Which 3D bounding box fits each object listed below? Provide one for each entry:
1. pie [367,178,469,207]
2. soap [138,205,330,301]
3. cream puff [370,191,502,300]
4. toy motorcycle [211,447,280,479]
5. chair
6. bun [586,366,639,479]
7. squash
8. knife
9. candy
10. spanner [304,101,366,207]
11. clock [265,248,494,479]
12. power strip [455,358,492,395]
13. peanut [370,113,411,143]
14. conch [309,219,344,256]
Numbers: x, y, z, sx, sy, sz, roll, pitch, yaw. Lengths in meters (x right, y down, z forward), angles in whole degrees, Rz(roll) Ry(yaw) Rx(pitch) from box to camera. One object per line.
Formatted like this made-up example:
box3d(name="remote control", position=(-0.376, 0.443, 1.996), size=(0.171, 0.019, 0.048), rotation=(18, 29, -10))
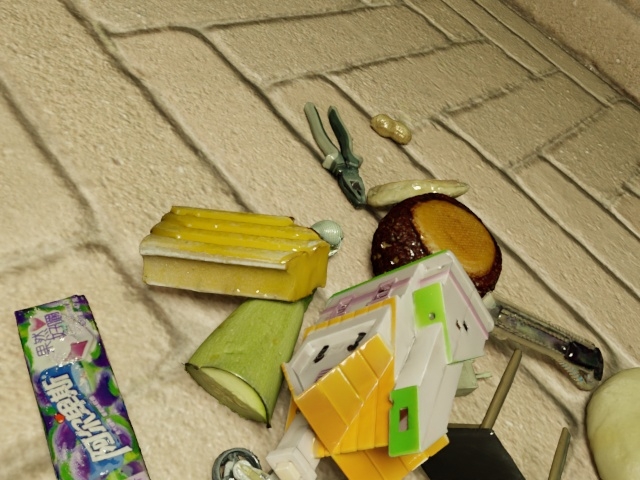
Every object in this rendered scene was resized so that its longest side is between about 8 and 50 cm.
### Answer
box3d(name="pie", position=(0.208, -0.102, 1.060), size=(0.218, 0.185, 0.052), rotation=(-7, 91, -31))
box3d(name="soap", position=(-0.115, 0.017, 0.766), size=(0.257, 0.080, 0.160), rotation=(7, 26, 2))
box3d(name="cream puff", position=(0.203, 0.033, 0.935), size=(0.239, 0.165, 0.239), rotation=(15, 47, -17))
box3d(name="toy motorcycle", position=(-0.042, 0.344, 0.598), size=(0.228, 0.074, 0.151), rotation=(34, 38, -10))
box3d(name="chair", position=(0.196, 0.300, 0.675), size=(0.188, 0.166, 0.272), rotation=(55, 49, -14))
box3d(name="bun", position=(0.650, 0.362, 0.859), size=(0.364, 0.202, 0.364), rotation=(13, 49, -16))
box3d(name="squash", position=(-0.092, 0.135, 0.746), size=(0.137, 0.137, 0.287), rotation=(29, 32, -3))
box3d(name="knife", position=(0.403, 0.183, 0.914), size=(0.365, 0.043, 0.089), rotation=(28, 73, -26))
box3d(name="candy", position=(-0.277, 0.205, 0.604), size=(0.088, 0.061, 0.312), rotation=(-14, 59, -33))
box3d(name="spanner", position=(0.041, -0.196, 1.141), size=(0.095, 0.040, 0.325), rotation=(2, 50, -26))
box3d(name="clock", position=(0.069, 0.178, 0.651), size=(0.166, 0.235, 0.309), rotation=(57, 35, -10))
box3d(name="power strip", position=(0.220, 0.222, 0.864), size=(0.175, 0.042, 0.075), rotation=(6, 50, -22))
box3d(name="peanut", position=(0.177, -0.276, 1.278), size=(0.113, 0.054, 0.054), rotation=(24, 45, -8))
box3d(name="conch", position=(0.001, 0.001, 0.936), size=(0.085, 0.056, 0.076), rotation=(-6, 68, 4))
